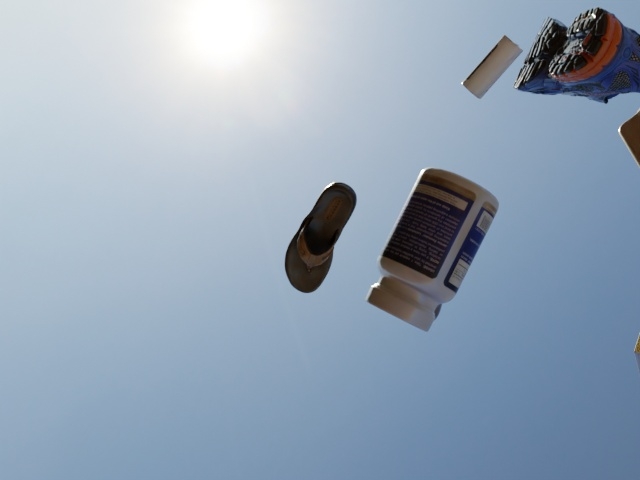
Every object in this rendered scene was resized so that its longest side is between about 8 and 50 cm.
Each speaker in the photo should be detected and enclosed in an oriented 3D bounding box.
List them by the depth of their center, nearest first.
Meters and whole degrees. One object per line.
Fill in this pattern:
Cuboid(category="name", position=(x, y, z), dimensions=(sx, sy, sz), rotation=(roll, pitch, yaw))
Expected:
Cuboid(category="speaker", position=(0.369, -0.372, 1.659), dimensions=(0.136, 0.055, 0.055), rotation=(-49, -148, 20))

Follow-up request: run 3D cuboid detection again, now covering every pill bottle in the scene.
Cuboid(category="pill bottle", position=(0.192, 0.017, 1.365), dimensions=(0.153, 0.153, 0.265), rotation=(23, -95, 55))

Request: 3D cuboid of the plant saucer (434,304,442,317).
Cuboid(category="plant saucer", position=(0.234, 0.087, 1.786), dimensions=(0.036, 0.198, 0.198), rotation=(-28, -141, 12))

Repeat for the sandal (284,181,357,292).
Cuboid(category="sandal", position=(0.000, 0.000, 1.387), dimensions=(0.219, 0.090, 0.060), rotation=(-60, -172, 19))

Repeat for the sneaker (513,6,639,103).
Cuboid(category="sneaker", position=(0.256, -0.168, 0.759), dimensions=(0.083, 0.087, 0.221), rotation=(-63, -172, 11))

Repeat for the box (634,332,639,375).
Cuboid(category="box", position=(0.591, 0.172, 1.279), dimensions=(0.103, 0.203, 0.114), rotation=(16, -104, 30))

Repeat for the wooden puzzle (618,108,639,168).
Cuboid(category="wooden puzzle", position=(0.619, -0.202, 1.129), dimensions=(0.322, 0.080, 0.348), rotation=(-96, -152, -47))
